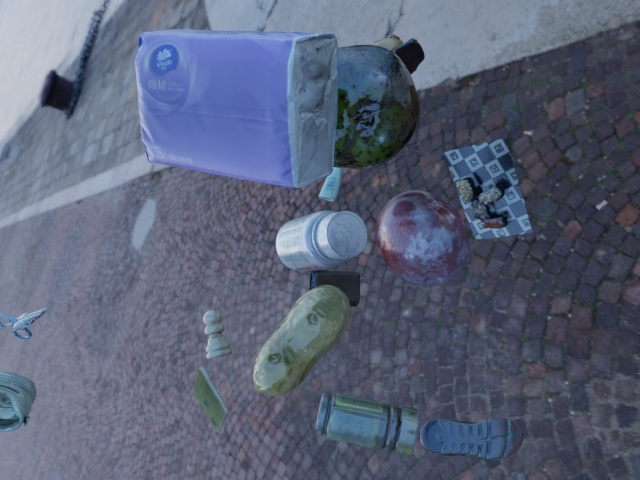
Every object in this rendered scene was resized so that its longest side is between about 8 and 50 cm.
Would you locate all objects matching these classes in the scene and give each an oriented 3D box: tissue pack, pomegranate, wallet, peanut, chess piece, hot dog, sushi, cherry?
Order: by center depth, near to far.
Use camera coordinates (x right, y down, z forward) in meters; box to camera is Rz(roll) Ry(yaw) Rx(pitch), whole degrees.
[{"bbox_3d":[-0.144,-0.235,0.958,0.339,0.160,0.241,12,115,28],"label":"tissue pack"},{"bbox_3d":[-0.039,0.222,1.277,0.148,0.147,0.319,-10,30,52],"label":"peanut"},{"bbox_3d":[0.084,-0.308,1.285,0.284,0.285,0.340,-61,10,14],"label":"pomegranate"},{"bbox_3d":[0.239,-0.002,1.317,0.236,0.285,0.212,34,102,16],"label":"cherry"},{"bbox_3d":[0.452,-0.126,1.532,0.193,0.043,0.279,-8,109,45],"label":"sushi"},{"bbox_3d":[0.043,0.141,1.618,0.031,0.198,0.110,-2,85,43],"label":"wallet"},{"bbox_3d":[0.166,-0.551,1.763,0.326,0.194,0.107,-26,67,20],"label":"hot dog"},{"bbox_3d":[-0.375,0.333,1.992,0.094,0.094,0.170,-20,77,48],"label":"chess piece"}]

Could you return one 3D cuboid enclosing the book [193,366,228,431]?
[{"bbox_3d":[-0.352,0.508,1.761,0.168,0.013,0.192,53,145,20],"label":"book"}]

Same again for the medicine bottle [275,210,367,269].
[{"bbox_3d":[0.000,0.000,1.656,0.293,0.170,0.170,-10,66,58],"label":"medicine bottle"}]

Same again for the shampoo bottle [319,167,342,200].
[{"bbox_3d":[0.055,-0.245,2.159,0.069,0.041,0.190,10,69,25],"label":"shampoo bottle"}]

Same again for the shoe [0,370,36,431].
[{"bbox_3d":[-0.867,0.382,1.340,0.211,0.342,0.132,15,85,59],"label":"shoe"}]

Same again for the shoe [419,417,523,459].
[{"bbox_3d":[0.435,0.579,1.611,0.291,0.137,0.114,-2,65,8],"label":"shoe"}]

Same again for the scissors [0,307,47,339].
[{"bbox_3d":[-0.413,0.112,0.777,0.119,0.058,0.014,-21,32,36],"label":"scissors"}]

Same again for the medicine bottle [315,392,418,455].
[{"bbox_3d":[0.152,0.605,1.839,0.151,0.323,0.151,10,-90,-85],"label":"medicine bottle"}]
